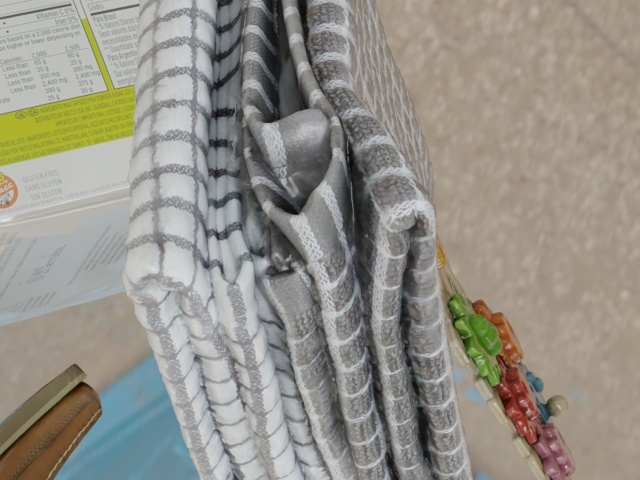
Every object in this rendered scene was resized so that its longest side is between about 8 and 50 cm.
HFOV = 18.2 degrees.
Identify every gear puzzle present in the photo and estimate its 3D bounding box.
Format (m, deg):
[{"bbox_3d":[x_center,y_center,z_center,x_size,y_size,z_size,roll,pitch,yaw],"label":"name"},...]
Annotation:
[{"bbox_3d":[0.150,0.081,1.790,0.044,0.175,0.339,-27,124,11],"label":"gear puzzle"}]

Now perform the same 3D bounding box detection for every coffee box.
[{"bbox_3d":[-0.251,-0.140,1.866,0.334,0.338,0.337,67,152,13],"label":"coffee box"}]

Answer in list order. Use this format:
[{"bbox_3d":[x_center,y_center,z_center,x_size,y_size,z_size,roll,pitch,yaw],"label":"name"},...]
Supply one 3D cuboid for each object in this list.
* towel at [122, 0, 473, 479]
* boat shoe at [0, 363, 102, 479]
[{"bbox_3d":[0.000,0.000,0.918,0.121,0.235,0.283,-8,139,6],"label":"towel"},{"bbox_3d":[-0.243,0.222,1.375,0.104,0.307,0.111,42,157,-2],"label":"boat shoe"}]
